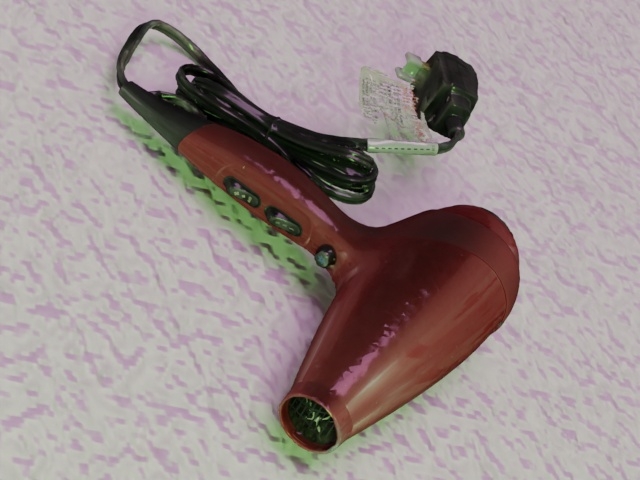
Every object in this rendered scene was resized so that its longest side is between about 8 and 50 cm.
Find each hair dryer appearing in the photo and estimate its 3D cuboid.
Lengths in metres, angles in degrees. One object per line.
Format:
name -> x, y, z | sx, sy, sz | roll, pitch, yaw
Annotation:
hair dryer -> 0.000, 0.000, 1.060 | 0.223, 0.080, 0.293 | 3, 44, -13
